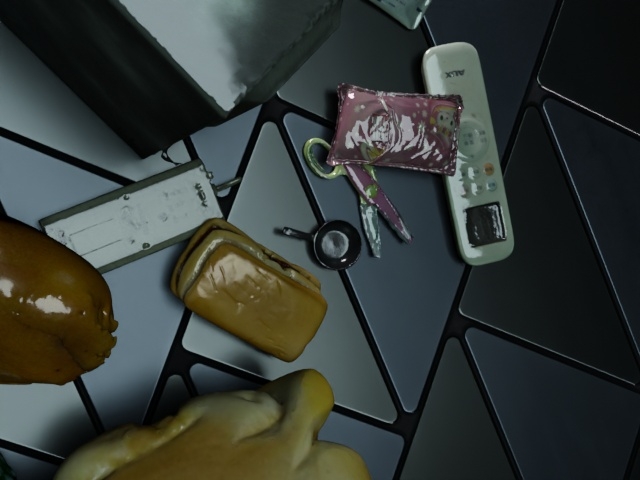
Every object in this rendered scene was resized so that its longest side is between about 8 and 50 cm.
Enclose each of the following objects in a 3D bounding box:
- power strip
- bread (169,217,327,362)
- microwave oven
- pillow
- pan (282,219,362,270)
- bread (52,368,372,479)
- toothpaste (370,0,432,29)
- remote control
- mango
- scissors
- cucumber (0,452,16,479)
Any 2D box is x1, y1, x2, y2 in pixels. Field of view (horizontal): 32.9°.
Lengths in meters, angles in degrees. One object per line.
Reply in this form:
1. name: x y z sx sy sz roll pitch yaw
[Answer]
1. power strip: -0.218 -0.030 1.361 0.268 0.034 0.092 -23 96 -18
2. bread: -0.087 0.065 1.375 0.200 0.077 0.116 33 93 -24
3. microwave oven: -0.178 -0.285 1.170 0.374 0.432 0.236 46 76 -13
4. pillow: 0.100 -0.147 1.449 0.185 0.043 0.118 6 87 -15
5. pan: 0.000 0.000 1.441 0.115 0.023 0.068 16 85 -21
6. bread: -0.151 0.315 1.224 0.424 0.329 0.245 -20 95 -12
7. toothpaste: 0.048 -0.363 1.461 0.233 0.038 0.060 27 84 -20
8. remote control: 0.202 -0.119 1.507 0.090 0.038 0.309 -12 93 -19
9. mango: -0.367 0.063 1.234 0.287 0.201 0.152 25 47 -10
10. scissors: 0.065 -0.071 1.467 0.134 0.020 0.187 -24 94 -15
11. cucumber: -0.439 0.226 1.270 0.250 0.056 0.056 46 76 -10
